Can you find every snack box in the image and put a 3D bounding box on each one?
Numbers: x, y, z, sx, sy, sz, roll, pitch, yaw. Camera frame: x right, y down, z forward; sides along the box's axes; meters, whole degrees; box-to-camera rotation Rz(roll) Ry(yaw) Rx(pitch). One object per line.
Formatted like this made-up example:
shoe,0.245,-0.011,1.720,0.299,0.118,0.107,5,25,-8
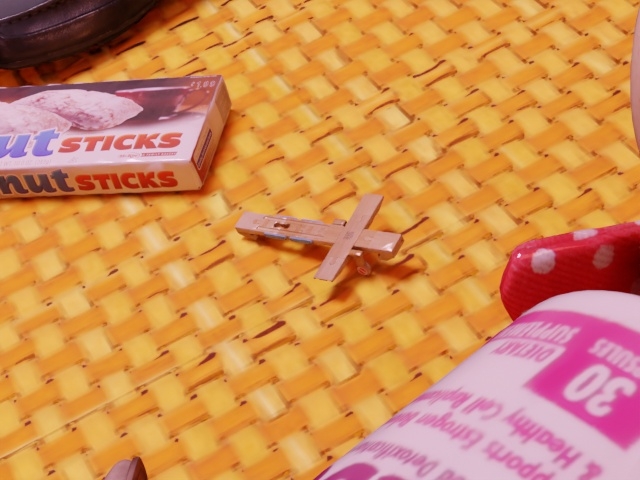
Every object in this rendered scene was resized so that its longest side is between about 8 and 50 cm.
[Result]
snack box,-0.135,-0.049,0.772,0.178,0.022,0.064,-2,44,17

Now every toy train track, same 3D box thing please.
toy train track,0.000,0.000,0.679,0.083,0.014,0.048,9,54,35

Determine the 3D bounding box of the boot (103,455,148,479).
boot,-0.103,0.130,0.546,0.087,0.042,0.118,-12,40,9

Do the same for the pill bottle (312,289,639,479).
pill bottle,0.009,0.152,0.389,0.283,0.160,0.160,-36,44,-21

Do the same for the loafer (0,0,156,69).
loafer,-0.102,-0.170,0.853,0.223,0.078,0.076,-37,44,-21

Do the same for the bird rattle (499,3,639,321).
bird rattle,0.168,-0.043,0.538,0.253,0.207,0.143,-16,21,-13
